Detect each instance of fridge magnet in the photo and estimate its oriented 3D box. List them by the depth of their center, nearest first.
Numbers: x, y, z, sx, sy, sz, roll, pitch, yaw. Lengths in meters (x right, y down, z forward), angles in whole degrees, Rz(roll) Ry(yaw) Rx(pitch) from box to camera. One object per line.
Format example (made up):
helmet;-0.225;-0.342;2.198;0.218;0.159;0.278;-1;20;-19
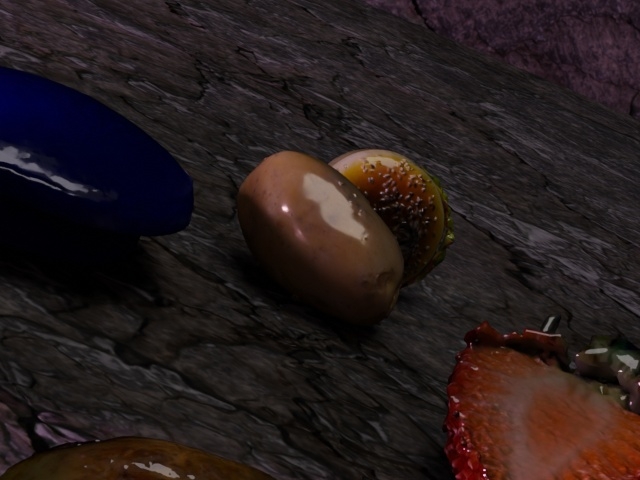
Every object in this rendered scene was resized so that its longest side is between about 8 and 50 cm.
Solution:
fridge magnet;-0.225;-0.063;1.533;0.265;0.112;0.265;21;15;-6

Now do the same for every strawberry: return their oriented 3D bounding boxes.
strawberry;0.162;0.157;1.400;0.188;0.106;0.286;23;27;13

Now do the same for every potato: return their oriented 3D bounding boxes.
potato;0.000;0.000;1.670;0.109;0.118;0.178;-32;64;-30

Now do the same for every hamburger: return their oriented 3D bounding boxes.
hamburger;0.054;-0.018;1.785;0.141;0.126;0.081;41;-1;-24

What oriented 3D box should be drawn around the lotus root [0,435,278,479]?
lotus root;-0.074;0.168;0.941;0.260;0.128;0.145;18;26;-17
